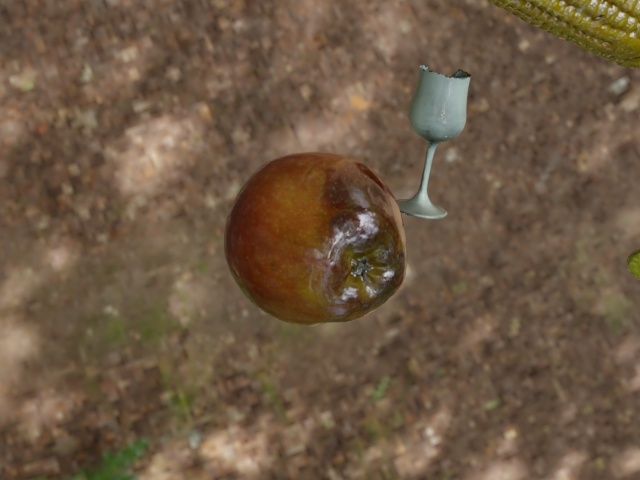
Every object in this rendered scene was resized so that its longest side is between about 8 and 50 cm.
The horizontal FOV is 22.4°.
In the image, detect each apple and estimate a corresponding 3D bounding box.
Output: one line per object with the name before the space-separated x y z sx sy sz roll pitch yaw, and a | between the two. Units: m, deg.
apple | 0.000 0.000 2.016 0.230 0.230 0.230 -17 149 -10

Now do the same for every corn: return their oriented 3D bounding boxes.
corn | 0.177 -0.194 1.168 0.261 0.097 0.097 26 127 -26

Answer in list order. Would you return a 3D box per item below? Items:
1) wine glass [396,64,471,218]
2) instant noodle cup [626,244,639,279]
wine glass | 0.147 -0.131 2.131 0.079 0.079 0.196 -1 111 -33
instant noodle cup | 0.315 -0.037 1.127 0.182 0.144 0.182 12 167 3
